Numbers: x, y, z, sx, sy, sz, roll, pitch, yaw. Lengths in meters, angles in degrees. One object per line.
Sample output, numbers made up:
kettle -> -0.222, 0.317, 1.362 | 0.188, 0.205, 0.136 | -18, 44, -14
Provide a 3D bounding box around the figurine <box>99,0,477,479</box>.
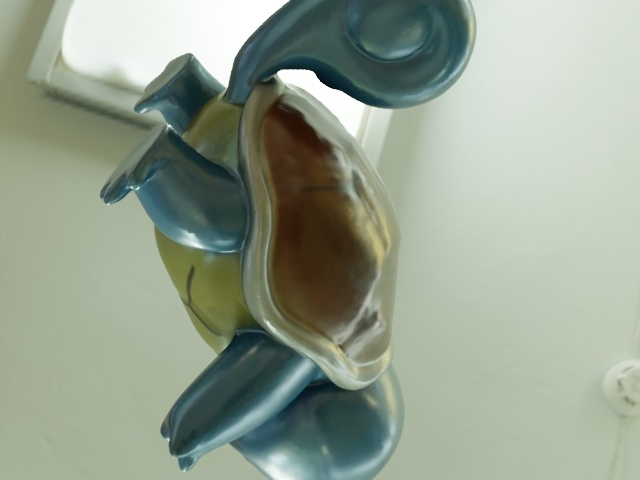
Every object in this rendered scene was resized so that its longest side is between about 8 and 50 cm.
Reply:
figurine -> -0.038, -0.009, 0.862 | 0.242, 0.298, 0.416 | 3, -66, -11
